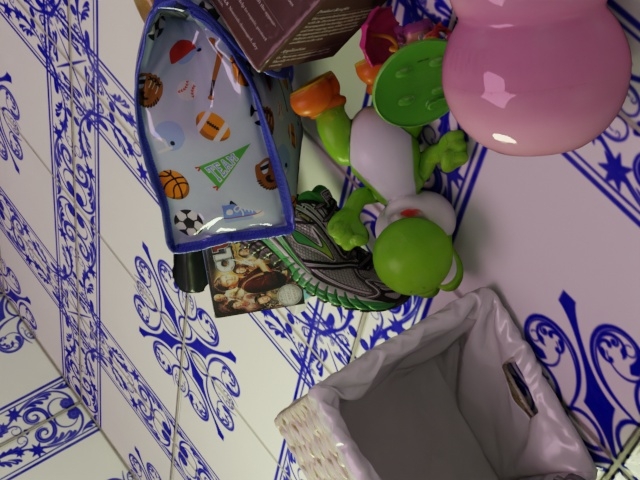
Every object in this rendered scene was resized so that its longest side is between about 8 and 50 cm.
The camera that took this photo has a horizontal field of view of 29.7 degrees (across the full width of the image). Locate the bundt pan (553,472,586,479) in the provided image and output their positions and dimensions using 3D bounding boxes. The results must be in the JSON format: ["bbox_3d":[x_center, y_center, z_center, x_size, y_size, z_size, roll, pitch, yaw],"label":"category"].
[{"bbox_3d":[0.360,0.465,1.533,0.331,0.124,0.331,53,166,19],"label":"bundt pan"}]

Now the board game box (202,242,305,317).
[{"bbox_3d":[-0.123,0.011,2.099,0.042,0.165,0.243,-105,6,-62],"label":"board game box"}]

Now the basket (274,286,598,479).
[{"bbox_3d":[0.159,0.297,1.774,0.328,0.331,0.266,60,158,4],"label":"basket"}]

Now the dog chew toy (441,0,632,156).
[{"bbox_3d":[0.225,-0.263,1.297,0.206,0.206,0.332,20,123,52],"label":"dog chew toy"}]

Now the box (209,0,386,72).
[{"bbox_3d":[-0.019,-0.354,1.591,0.203,0.168,0.167,-42,76,40],"label":"box"}]

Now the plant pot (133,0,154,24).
[{"bbox_3d":[-0.273,-0.443,2.149,0.236,0.032,0.236,39,145,35],"label":"plant pot"}]

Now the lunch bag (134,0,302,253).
[{"bbox_3d":[-0.152,-0.232,1.797,0.328,0.239,0.385,-89,-14,-61],"label":"lunch bag"}]

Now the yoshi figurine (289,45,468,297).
[{"bbox_3d":[0.101,-0.073,1.680,0.203,0.203,0.362,-10,108,55],"label":"yoshi figurine"}]

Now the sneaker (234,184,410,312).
[{"bbox_3d":[0.000,0.000,1.947,0.343,0.134,0.146,32,108,13],"label":"sneaker"}]

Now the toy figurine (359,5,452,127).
[{"bbox_3d":[0.121,-0.250,1.563,0.159,0.173,0.130,-117,11,-45],"label":"toy figurine"}]

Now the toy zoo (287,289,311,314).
[{"bbox_3d":[-0.097,0.012,2.258,0.293,0.030,0.192,42,146,34],"label":"toy zoo"}]

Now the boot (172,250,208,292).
[{"bbox_3d":[-0.242,0.017,2.354,0.246,0.094,0.207,-112,20,-61],"label":"boot"}]
